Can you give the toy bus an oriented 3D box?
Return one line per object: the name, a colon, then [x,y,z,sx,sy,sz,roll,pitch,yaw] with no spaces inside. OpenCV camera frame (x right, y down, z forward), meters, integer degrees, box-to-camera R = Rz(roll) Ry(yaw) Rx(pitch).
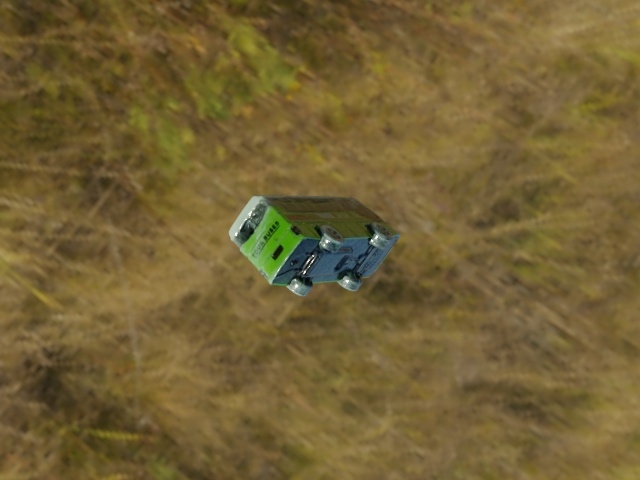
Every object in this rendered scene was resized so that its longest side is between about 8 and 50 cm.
toy bus: [0.000,0.000,0.615,0.031,0.037,0.083,-55,156,20]
